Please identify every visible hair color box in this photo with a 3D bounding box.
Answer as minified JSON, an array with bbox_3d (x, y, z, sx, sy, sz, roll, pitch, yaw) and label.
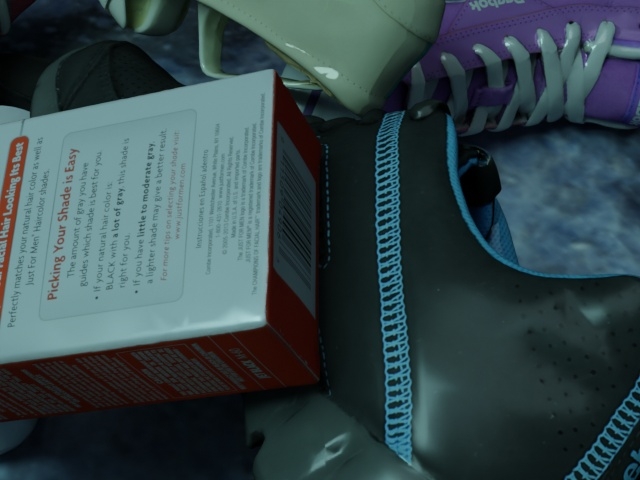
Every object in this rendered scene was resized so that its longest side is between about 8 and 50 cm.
[{"bbox_3d":[-0.085,0.008,0.395,0.167,0.053,0.093,-8,60,16],"label":"hair color box"}]

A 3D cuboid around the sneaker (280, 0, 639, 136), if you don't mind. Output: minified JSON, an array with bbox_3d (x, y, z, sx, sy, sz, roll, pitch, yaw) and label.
[{"bbox_3d":[0.101,-0.095,0.633,0.161,0.102,0.282,33,52,20],"label":"sneaker"}]

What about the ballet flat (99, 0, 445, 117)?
[{"bbox_3d":[-0.058,-0.123,0.556,0.248,0.086,0.086,28,50,28],"label":"ballet flat"}]

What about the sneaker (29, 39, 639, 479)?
[{"bbox_3d":[0.000,0.000,0.475,0.139,0.125,0.341,-46,52,2],"label":"sneaker"}]

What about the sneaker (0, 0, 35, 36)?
[{"bbox_3d":[-0.217,-0.086,0.591,0.136,0.116,0.314,37,65,24],"label":"sneaker"}]

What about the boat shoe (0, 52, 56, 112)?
[{"bbox_3d":[-0.130,-0.081,0.641,0.133,0.042,0.049,19,52,16],"label":"boat shoe"}]

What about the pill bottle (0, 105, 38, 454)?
[{"bbox_3d":[-0.153,0.013,0.517,0.086,0.086,0.152,4,46,-1],"label":"pill bottle"}]
